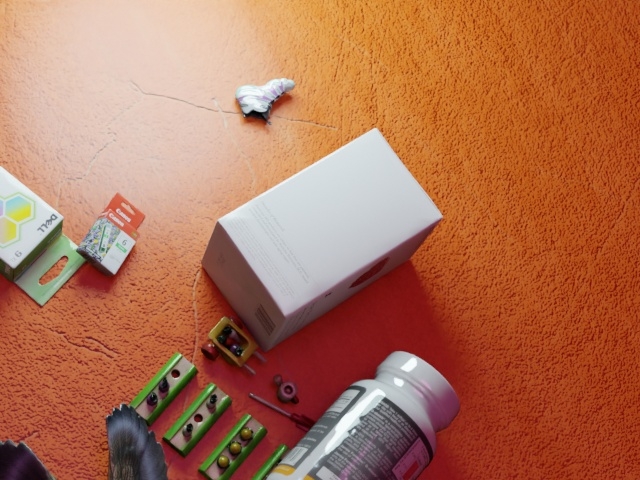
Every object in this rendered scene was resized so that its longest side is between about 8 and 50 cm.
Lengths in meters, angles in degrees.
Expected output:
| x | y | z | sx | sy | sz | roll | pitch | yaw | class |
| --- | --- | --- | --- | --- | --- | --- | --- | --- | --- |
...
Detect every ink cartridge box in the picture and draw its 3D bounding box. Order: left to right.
| x | y | z | sx | sy | sz | roll | pitch | yaw | class |
| --- | --- | --- | --- | --- | --- | --- | --- | --- | --- |
| -0.445 | -0.016 | 1.904 | 0.209 | 0.062 | 0.109 | 39 | 64 | 3 | ink cartridge box |
| -0.303 | -0.011 | 1.944 | 0.063 | 0.029 | 0.115 | 41 | 63 | -23 | ink cartridge box |

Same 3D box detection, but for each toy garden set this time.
| x | y | z | sx | sy | sz | roll | pitch | yaw | class |
| --- | --- | --- | --- | --- | --- | --- | --- | --- | --- |
| -0.118 | 0.241 | 1.889 | 0.244 | 0.049 | 0.204 | 40 | 65 | 4 | toy garden set |

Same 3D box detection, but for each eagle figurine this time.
| x | y | z | sx | sy | sz | roll | pitch | yaw | class |
| --- | --- | --- | --- | --- | --- | --- | --- | --- | --- |
| -0.290 | 0.385 | 1.741 | 0.226 | 0.225 | 0.298 | 27 | 20 | -45 | eagle figurine |

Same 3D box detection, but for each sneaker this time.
| x | y | z | sx | sy | sz | roll | pitch | yaw | class |
| --- | --- | --- | --- | --- | --- | --- | --- | --- | --- |
| -0.081 | -0.216 | 2.091 | 0.098 | 0.038 | 0.069 | -14 | 74 | -9 | sneaker |

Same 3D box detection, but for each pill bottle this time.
| x | y | z | sx | sy | sz | roll | pitch | yaw | class |
| --- | --- | --- | --- | --- | --- | --- | --- | --- | --- |
| 0.063 | 0.297 | 1.849 | 0.162 | 0.162 | 0.278 | 42 | 65 | 5 | pill bottle |

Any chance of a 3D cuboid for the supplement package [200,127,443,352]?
| x | y | z | sx | sy | sz | roll | pitch | yaw | class |
| --- | --- | --- | --- | --- | --- | --- | --- | --- | --- |
| 0.000 | 0.000 | 1.945 | 0.293 | 0.177 | 0.175 | -32 | 79 | -22 | supplement package |
